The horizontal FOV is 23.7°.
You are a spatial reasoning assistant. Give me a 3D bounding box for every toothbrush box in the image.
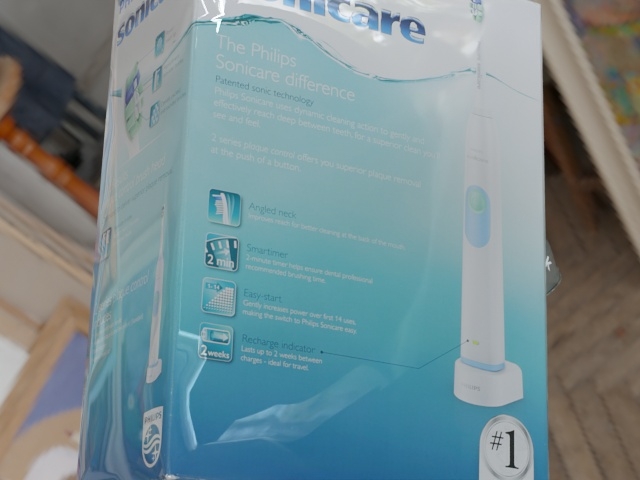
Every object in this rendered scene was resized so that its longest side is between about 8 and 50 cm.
[{"bbox_3d":[0.000,0.000,0.809,0.126,0.216,0.296,-26,58,57],"label":"toothbrush box"}]

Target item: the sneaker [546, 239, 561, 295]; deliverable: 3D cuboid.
[{"bbox_3d":[0.113,0.045,1.002,0.106,0.078,0.234,-54,18,23],"label":"sneaker"}]
